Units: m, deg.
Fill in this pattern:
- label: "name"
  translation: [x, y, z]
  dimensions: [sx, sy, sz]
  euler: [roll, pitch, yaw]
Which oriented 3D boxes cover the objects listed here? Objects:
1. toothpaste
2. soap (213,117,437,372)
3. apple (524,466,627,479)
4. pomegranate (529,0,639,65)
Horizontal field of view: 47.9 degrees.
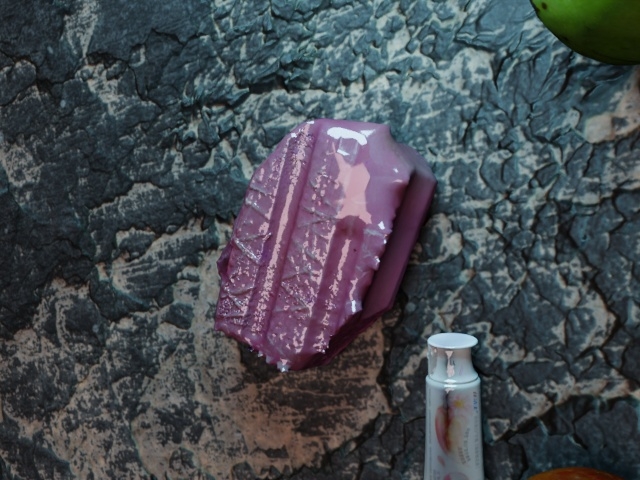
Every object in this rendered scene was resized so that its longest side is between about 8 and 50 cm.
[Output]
- label: "toothpaste"
  translation: [0.163, 0.277, 0.881]
  dimensions: [0.100, 0.066, 0.323]
  euler: [2, 99, 22]
- label: "soap"
  translation: [0.000, 0.000, 0.905]
  dimensions: [0.220, 0.127, 0.324]
  euler: [22, 103, 23]
- label: "apple"
  translation: [0.256, 0.354, 0.753]
  dimensions: [0.230, 0.230, 0.229]
  euler: [2, 95, 27]
- label: "pomegranate"
  translation: [0.309, -0.296, 0.673]
  dimensions: [0.254, 0.254, 0.270]
  euler: [-42, 64, 23]
